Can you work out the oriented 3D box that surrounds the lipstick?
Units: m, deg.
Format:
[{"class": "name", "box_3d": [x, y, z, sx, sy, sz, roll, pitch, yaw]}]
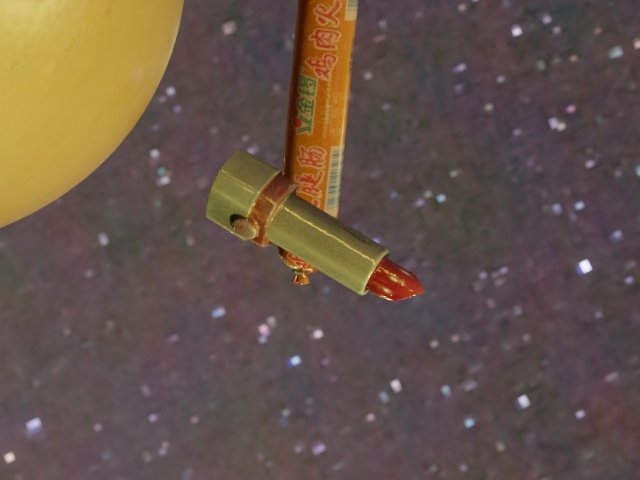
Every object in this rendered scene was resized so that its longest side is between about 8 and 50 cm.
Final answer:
[{"class": "lipstick", "box_3d": [-0.001, 0.001, 1.359, 0.186, 0.057, 0.063, 30, -35, 12]}]

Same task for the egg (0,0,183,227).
[{"class": "egg", "box_3d": [-0.143, -0.092, 0.544, 0.201, 0.201, 0.244, 52, 5, 23]}]

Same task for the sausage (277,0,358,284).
[{"class": "sausage", "box_3d": [-0.001, -0.128, 1.471, 0.053, 0.053, 0.348, 23, -68, 50]}]
